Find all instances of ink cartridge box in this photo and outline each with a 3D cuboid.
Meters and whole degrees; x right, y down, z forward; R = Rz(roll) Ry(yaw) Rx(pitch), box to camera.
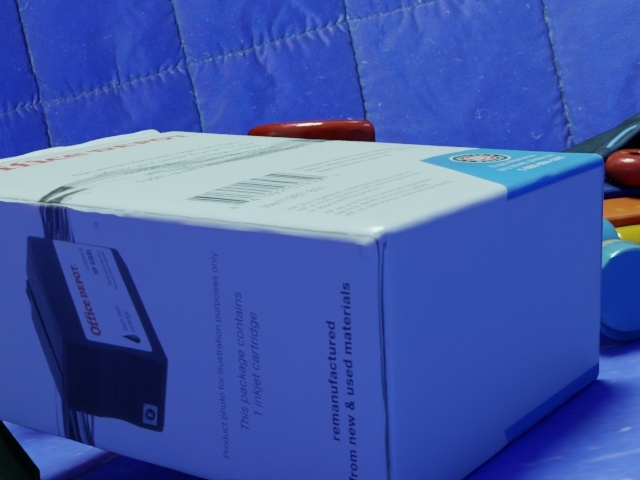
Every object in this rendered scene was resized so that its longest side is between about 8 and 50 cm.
[{"bbox_3d":[-0.036,0.021,0.585,0.307,0.129,0.223,7,16,35],"label":"ink cartridge box"}]

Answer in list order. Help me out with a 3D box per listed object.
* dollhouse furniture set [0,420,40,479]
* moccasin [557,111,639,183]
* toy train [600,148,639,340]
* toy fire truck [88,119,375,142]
[{"bbox_3d":[-0.233,0.151,0.601,0.151,0.058,0.076,-33,15,-10],"label":"dollhouse furniture set"},{"bbox_3d":[0.395,-0.083,1.290,0.342,0.138,0.117,-28,12,-13],"label":"moccasin"},{"bbox_3d":[0.243,0.002,0.739,0.248,0.105,0.143,-7,18,-19],"label":"toy train"},{"bbox_3d":[-0.085,-0.003,0.912,0.302,0.169,0.254,-5,3,-14],"label":"toy fire truck"}]
